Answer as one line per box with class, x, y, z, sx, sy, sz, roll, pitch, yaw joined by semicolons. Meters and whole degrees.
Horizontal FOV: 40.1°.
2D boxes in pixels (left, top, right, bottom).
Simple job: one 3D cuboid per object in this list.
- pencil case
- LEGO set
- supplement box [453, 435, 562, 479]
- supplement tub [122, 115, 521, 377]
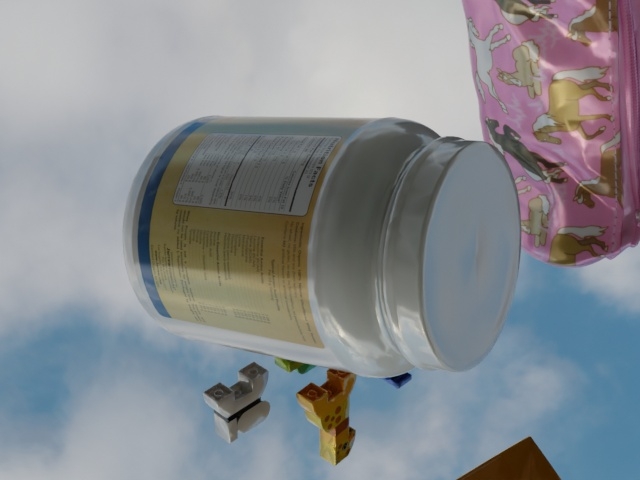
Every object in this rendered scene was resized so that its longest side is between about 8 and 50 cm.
pencil case;0.204;-0.160;0.730;0.167;0.386;0.160;-1;-138;22
LEGO set;0.012;0.135;0.780;0.087;0.093;0.227;26;-141;37
supplement box;0.152;0.317;0.787;0.129;0.194;0.191;-18;-116;-37
supplement tub;0.000;0.000;0.513;0.200;0.144;0.144;6;-112;35
